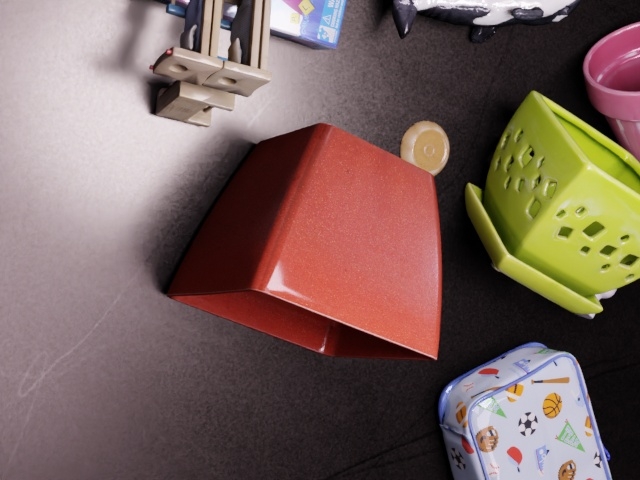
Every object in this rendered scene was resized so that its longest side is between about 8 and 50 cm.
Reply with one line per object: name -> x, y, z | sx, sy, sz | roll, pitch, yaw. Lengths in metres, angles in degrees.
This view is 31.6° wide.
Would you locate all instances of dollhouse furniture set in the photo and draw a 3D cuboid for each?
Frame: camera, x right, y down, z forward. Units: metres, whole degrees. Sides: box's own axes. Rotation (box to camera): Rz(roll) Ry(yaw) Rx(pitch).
dollhouse furniture set -> -0.154, -0.237, 1.374 | 0.128, 0.183, 0.129 | 12, 72, -27

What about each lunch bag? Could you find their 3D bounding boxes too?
lunch bag -> 0.320, 0.321, 1.715 | 0.243, 0.115, 0.303 | -24, 107, -24

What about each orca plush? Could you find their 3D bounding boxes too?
orca plush -> 0.229, -0.310, 1.587 | 0.287, 0.151, 0.102 | -18, 136, -26

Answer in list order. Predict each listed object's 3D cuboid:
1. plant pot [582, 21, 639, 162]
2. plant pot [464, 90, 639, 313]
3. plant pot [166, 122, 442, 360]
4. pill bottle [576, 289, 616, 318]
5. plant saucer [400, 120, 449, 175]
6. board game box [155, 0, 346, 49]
plant pot -> 0.511, -0.207, 1.699 | 0.201, 0.201, 0.180 | -37, 127, -17
plant pot -> 0.347, -0.040, 1.600 | 0.228, 0.227, 0.207 | 28, 114, -27
plant pot -> 0.000, 0.000, 1.442 | 0.267, 0.267, 0.236 | 22, 75, -27
pill bottle -> 0.423, 0.030, 1.733 | 0.094, 0.094, 0.169 | 31, 84, -26
plant saucer -> 0.154, -0.130, 1.621 | 0.083, 0.015, 0.083 | -4, 100, -26
board game box -> -0.093, -0.435, 1.425 | 0.318, 0.066, 0.319 | 11, 93, -27
